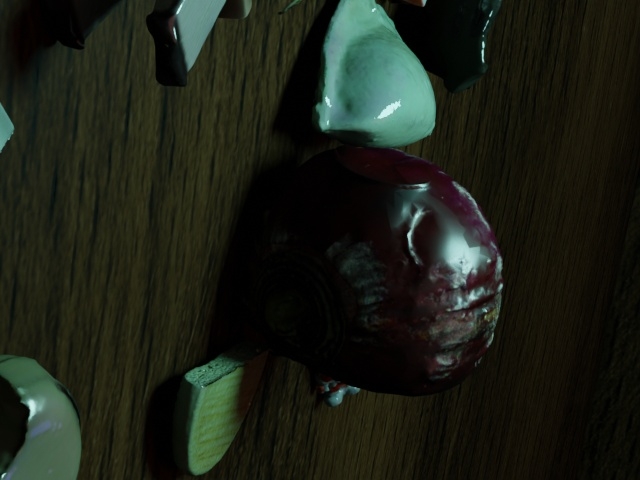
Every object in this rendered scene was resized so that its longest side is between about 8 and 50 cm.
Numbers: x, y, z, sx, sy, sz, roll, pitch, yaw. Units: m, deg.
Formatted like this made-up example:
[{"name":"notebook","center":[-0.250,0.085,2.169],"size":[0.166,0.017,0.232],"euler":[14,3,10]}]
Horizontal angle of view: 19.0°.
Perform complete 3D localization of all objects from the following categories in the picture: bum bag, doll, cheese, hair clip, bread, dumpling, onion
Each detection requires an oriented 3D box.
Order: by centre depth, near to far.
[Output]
[{"name":"cheese","center":[-0.256,0.212,1.275],"size":[0.163,0.082,0.286],"euler":[82,31,-48]},{"name":"hair clip","center":[-0.084,-0.258,1.384],"size":[0.085,0.101,0.331],"euler":[77,31,-48]},{"name":"bread","center":[-0.102,0.158,1.744],"size":[0.193,0.036,0.112],"euler":[-25,133,-70]},{"name":"onion","center":[0.069,0.022,1.774],"size":[0.216,0.207,0.206],"euler":[-17,125,-45]},{"name":"dumpling","center":[0.039,-0.154,1.832],"size":[0.105,0.149,0.217],"euler":[-41,169,27]},{"name":"bum bag","center":[0.157,-0.308,2.006],"size":[0.080,0.142,0.326],"euler":[23,75,-32]},{"name":"doll","center":[0.031,0.113,2.036],"size":[0.094,0.079,0.180],"euler":[-30,151,-32]}]

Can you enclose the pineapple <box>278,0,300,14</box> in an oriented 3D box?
[{"name":"pineapple","center":[0.073,-0.359,1.652],"size":[0.158,0.161,0.334],"euler":[77,31,-58]}]

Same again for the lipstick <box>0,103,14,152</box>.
[{"name":"lipstick","center":[-0.227,-0.097,1.204],"size":[0.025,0.025,0.107],"euler":[-65,153,-27]}]

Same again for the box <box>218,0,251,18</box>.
[{"name":"box","center":[-0.080,-0.223,1.484],"size":[0.025,0.048,0.115],"euler":[-66,161,-44]}]

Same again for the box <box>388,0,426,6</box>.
[{"name":"box","center":[0.088,-0.338,1.873],"size":[0.229,0.050,0.123],"euler":[68,43,-62]}]
